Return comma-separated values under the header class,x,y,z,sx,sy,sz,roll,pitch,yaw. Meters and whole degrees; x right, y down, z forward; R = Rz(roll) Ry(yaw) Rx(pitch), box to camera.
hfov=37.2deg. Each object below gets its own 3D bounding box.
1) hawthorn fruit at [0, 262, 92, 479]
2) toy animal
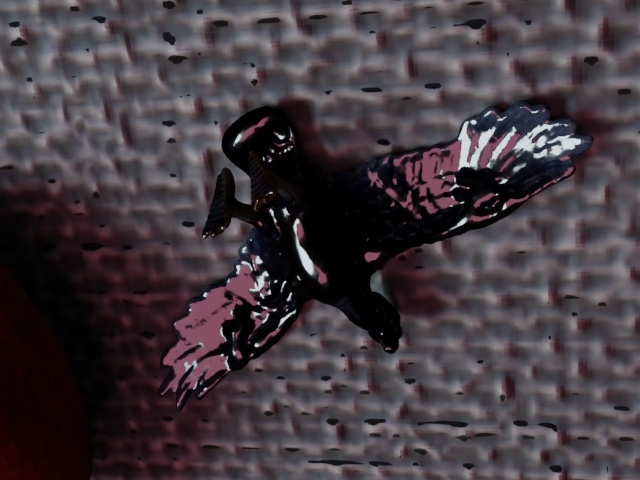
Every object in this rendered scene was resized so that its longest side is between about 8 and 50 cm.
class,x,y,z,sx,sy,sz,roll,pitch,yaw
hawthorn fruit,-0.175,0.091,0.409,0.169,0.169,0.188,-30,106,22
toy animal,0.000,0.000,0.389,0.220,0.062,0.108,-36,119,22
